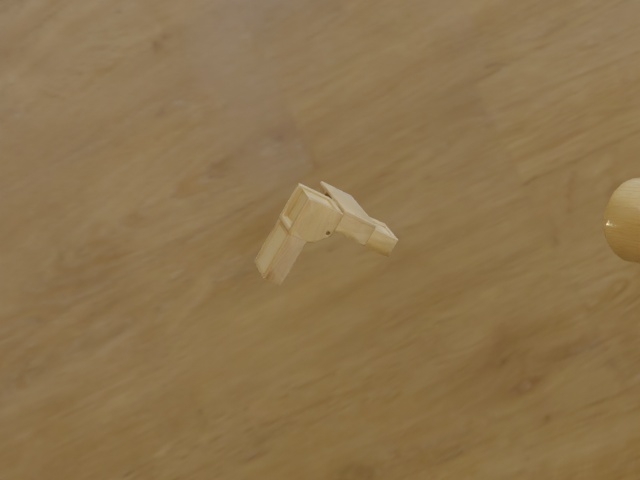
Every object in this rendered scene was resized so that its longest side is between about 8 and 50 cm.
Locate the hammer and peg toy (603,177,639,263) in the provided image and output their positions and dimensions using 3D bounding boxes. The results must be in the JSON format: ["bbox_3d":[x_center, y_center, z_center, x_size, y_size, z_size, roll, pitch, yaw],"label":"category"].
[{"bbox_3d":[0.384,0.014,1.170,0.266,0.361,0.127,-58,31,-6],"label":"hammer and peg toy"}]

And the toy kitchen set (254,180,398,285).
[{"bbox_3d":[0.000,0.000,1.316,0.083,0.068,0.075,25,104,-24],"label":"toy kitchen set"}]
